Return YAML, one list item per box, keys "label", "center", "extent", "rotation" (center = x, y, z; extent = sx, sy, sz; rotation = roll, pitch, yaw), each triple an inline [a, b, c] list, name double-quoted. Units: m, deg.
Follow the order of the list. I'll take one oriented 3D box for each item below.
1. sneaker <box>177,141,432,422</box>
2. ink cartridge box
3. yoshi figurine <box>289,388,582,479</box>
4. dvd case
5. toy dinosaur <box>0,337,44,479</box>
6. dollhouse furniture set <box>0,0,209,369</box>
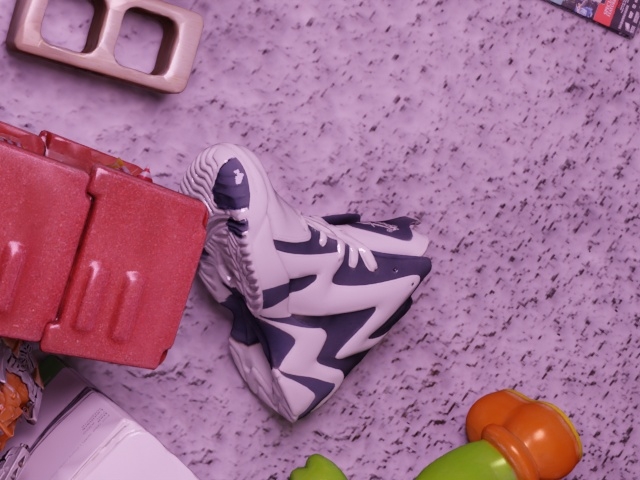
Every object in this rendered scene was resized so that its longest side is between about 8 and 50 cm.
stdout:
- label: "sneaker"
  center: [0.000, 0.000, 1.286]
  extent: [0.153, 0.094, 0.235]
  rotation: [-36, 129, -22]
- label: "ink cartridge box"
  center: [-0.125, 0.173, 1.219]
  extent: [0.092, 0.219, 0.160]
  rotation: [-47, 109, -8]
- label: "yoshi figurine"
  center: [0.037, 0.270, 1.344]
  extent: [0.362, 0.203, 0.203]
  rotation: [-37, 148, -25]
- label: "dvd case"
  center: [0.194, -0.210, 1.387]
  extent: [0.119, 0.013, 0.087]
  rotation: [20, 90, -21]
- label: "toy dinosaur"
  center: [-0.293, 0.177, 1.131]
  extent: [0.322, 0.218, 0.164]
  rotation: [-40, 122, -48]
- label: "dollhouse furniture set"
  center: [-0.139, -0.124, 1.185]
  extent: [0.152, 0.201, 0.374]
  rotation: [16, 92, -20]
